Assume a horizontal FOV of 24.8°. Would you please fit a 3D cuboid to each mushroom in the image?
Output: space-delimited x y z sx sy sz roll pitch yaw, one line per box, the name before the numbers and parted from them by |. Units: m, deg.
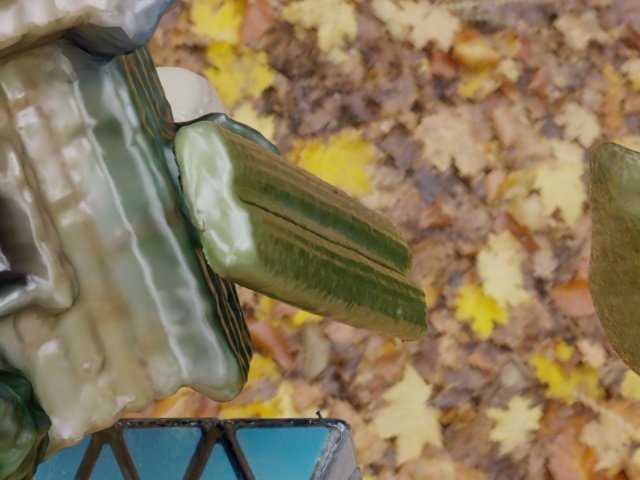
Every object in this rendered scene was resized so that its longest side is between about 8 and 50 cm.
mushroom | 0.318 0.034 1.218 0.292 0.212 0.217 40 11 36

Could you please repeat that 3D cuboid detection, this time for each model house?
model house | -0.194 -0.093 0.867 0.400 0.395 0.445 -21 96 -39

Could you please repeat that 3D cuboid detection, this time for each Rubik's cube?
Rubik's cube | -0.072 0.222 1.071 0.228 0.229 0.233 -23 110 -5

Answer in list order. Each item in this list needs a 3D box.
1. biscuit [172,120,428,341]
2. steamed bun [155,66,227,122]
biscuit | 0.000 0.000 0.866 0.322 0.038 0.099 27 40 -67
steamed bun | -0.180 -0.071 1.426 0.228 0.177 0.130 -55 138 -43
